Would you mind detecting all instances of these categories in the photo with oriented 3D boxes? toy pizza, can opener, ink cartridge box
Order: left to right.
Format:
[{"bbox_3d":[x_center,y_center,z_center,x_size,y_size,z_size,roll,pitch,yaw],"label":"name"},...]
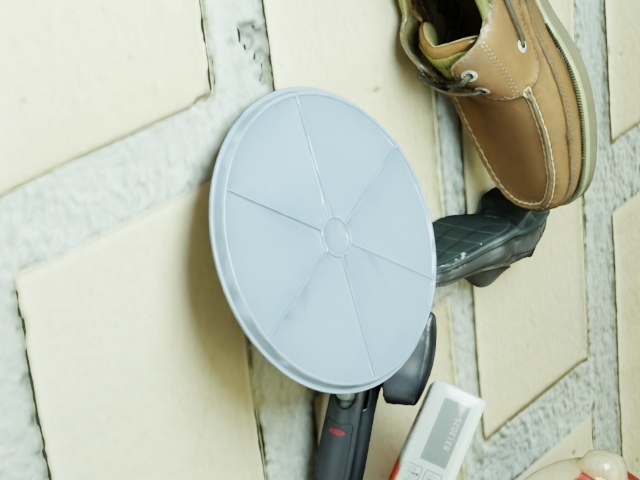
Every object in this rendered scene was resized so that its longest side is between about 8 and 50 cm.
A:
[{"bbox_3d":[0.000,0.000,0.957,0.201,0.032,0.201,14,70,-42],"label":"toy pizza"},{"bbox_3d":[0.023,0.127,1.031,0.059,0.073,0.186,5,104,-60],"label":"can opener"},{"bbox_3d":[0.063,0.175,1.060,0.179,0.045,0.145,119,-5,-81],"label":"ink cartridge box"}]

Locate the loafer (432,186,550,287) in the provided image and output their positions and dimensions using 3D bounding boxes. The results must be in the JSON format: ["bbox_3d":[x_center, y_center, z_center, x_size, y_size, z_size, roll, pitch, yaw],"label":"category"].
[{"bbox_3d":[0.124,0.009,1.127,0.170,0.062,0.061,-25,123,-45],"label":"loafer"}]

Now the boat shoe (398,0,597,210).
[{"bbox_3d":[0.104,-0.144,1.035,0.104,0.111,0.307,-38,117,-35],"label":"boat shoe"}]

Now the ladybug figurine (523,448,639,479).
[{"bbox_3d":[0.219,0.398,1.225,0.305,0.162,0.449,-3,102,-38],"label":"ladybug figurine"}]
